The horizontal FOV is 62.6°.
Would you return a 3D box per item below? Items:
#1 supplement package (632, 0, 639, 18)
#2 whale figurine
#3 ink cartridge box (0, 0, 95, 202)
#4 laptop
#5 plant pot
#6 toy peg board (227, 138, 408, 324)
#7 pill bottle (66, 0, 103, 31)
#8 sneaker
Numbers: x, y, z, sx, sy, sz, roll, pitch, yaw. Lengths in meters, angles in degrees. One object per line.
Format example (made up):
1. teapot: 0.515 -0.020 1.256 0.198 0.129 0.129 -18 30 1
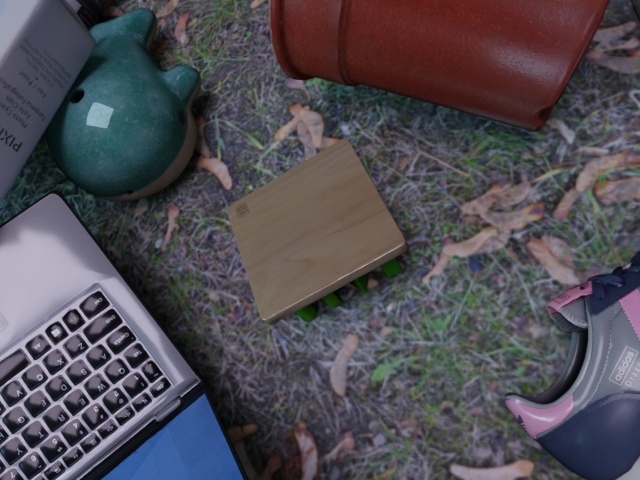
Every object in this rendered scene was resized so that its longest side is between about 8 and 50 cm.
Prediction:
1. supplement package: 0.388 -0.224 0.416 0.145 0.262 0.204 -14 72 13
2. whale figurine: -0.260 -0.188 0.664 0.216 0.141 0.272 -13 71 13
3. ink cartridge box: -0.461 -0.108 0.557 0.307 0.091 0.385 13 69 21
4. laptop: -0.288 0.199 0.405 0.381 0.236 0.408 -38 86 -11
5. plant pot: 0.131 -0.247 0.513 0.264 0.272 0.273 24 83 13
6. toy peg board: 0.000 0.000 0.581 0.161 0.079 0.161 -29 53 7
7. pill bottle: -0.400 -0.313 0.746 0.130 0.130 0.246 30 85 22
8. sneaker: 0.279 0.050 0.454 0.131 0.112 0.319 28 83 19
